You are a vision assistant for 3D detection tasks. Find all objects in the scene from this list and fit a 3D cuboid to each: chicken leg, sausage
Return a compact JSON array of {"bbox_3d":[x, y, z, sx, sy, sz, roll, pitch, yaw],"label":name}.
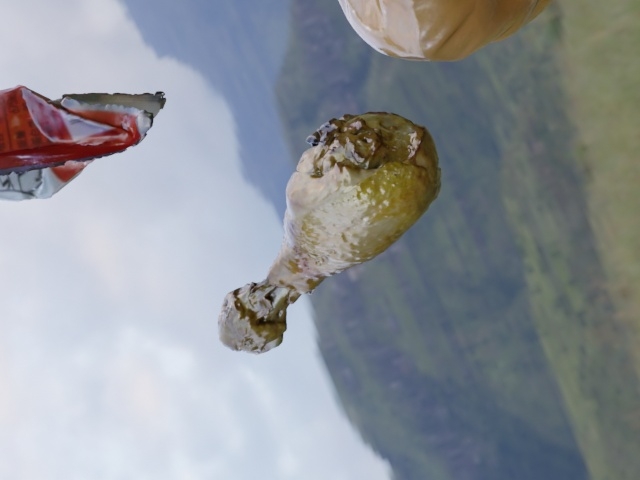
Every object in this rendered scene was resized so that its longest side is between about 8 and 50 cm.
[{"bbox_3d":[0.000,0.002,1.316,0.107,0.251,0.087,20,-143,-25],"label":"chicken leg"},{"bbox_3d":[0.096,-0.201,1.153,0.241,0.120,0.136,-34,-55,-48],"label":"sausage"}]

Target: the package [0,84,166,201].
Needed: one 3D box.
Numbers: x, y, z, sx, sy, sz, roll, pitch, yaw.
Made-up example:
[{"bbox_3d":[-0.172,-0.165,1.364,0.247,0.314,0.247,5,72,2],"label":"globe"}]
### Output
[{"bbox_3d":[-0.230,-0.054,1.071,0.194,0.269,0.071,-70,-27,-86],"label":"package"}]
